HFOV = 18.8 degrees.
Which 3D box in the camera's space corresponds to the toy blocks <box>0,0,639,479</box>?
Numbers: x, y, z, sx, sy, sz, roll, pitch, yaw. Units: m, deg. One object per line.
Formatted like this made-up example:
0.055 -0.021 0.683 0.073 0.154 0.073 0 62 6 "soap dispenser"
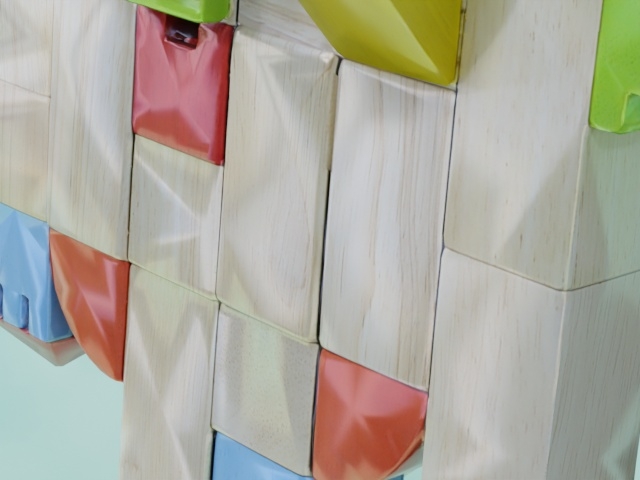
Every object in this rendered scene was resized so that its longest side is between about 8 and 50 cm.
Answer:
0.000 0.000 0.677 0.381 0.191 0.261 22 115 42 "toy blocks"
